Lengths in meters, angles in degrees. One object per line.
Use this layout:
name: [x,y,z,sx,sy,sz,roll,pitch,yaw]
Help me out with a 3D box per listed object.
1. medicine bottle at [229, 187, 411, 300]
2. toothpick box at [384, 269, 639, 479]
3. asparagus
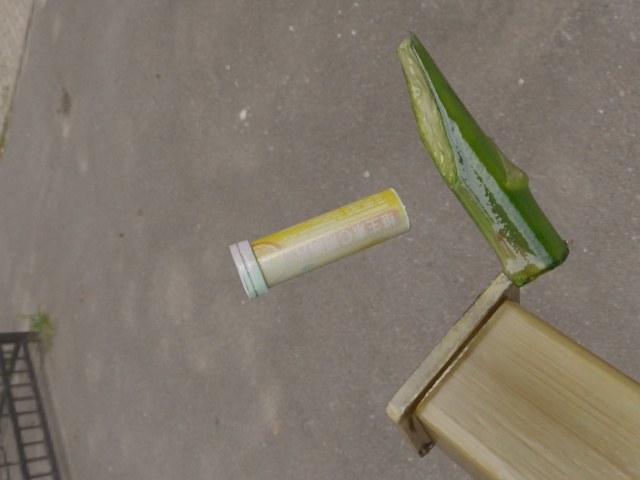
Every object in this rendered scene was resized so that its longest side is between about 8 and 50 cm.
medicine bottle: [0.000,0.000,0.798,0.074,0.218,0.073,158,90,-82]
toothpick box: [0.244,0.206,0.602,0.308,0.190,0.187,36,76,31]
asparagus: [0.096,-0.051,0.412,0.045,0.041,0.178,-33,96,38]
